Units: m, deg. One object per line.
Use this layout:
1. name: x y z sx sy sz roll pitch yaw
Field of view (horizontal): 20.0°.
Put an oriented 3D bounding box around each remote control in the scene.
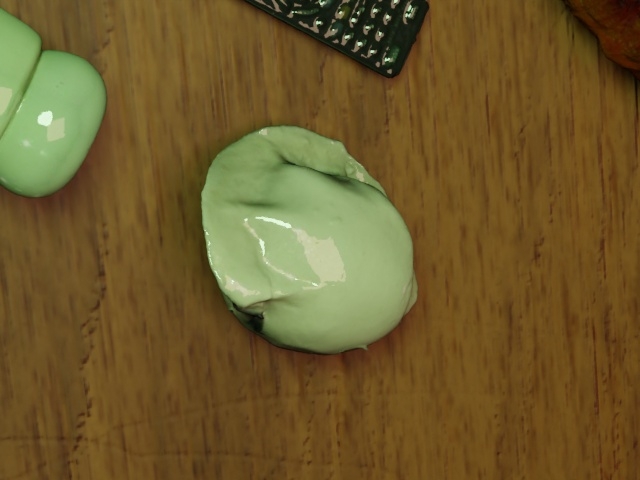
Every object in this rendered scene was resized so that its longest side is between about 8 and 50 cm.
1. remote control: -0.037 -0.182 1.176 0.245 0.025 0.063 27 90 -24

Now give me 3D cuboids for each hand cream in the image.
1. hand cream: -0.274 -0.127 1.070 0.306 0.093 0.147 27 91 -15

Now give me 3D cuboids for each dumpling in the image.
1. dumpling: -0.001 0.000 1.199 0.176 0.092 0.150 6 85 -17

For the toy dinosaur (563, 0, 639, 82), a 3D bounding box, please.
1. toy dinosaur: 0.256 -0.142 1.224 0.432 0.208 0.097 59 38 -16
